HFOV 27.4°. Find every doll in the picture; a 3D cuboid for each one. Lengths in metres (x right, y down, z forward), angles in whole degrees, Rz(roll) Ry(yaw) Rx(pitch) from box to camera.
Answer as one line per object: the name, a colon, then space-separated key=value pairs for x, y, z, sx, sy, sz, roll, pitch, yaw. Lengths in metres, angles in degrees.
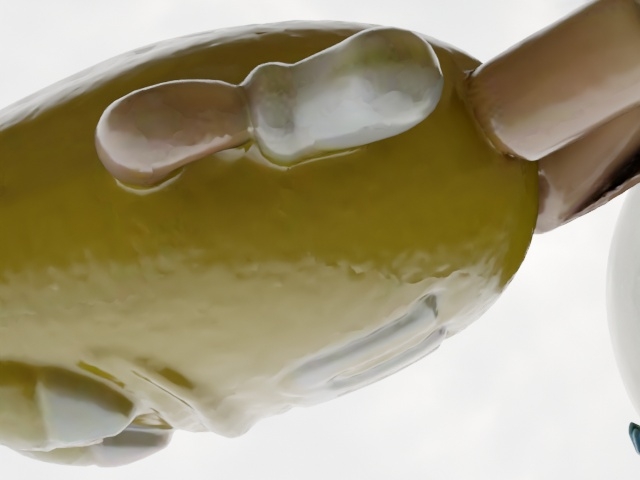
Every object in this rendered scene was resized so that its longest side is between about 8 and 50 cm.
doll: x=0.022 y=-0.016 z=0.561 sx=0.348 sy=0.423 sz=0.161 roll=8 pitch=-120 yaw=-48

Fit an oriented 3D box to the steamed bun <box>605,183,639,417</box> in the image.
steamed bun: x=0.346 y=0.032 z=0.845 sx=0.324 sy=0.206 sz=0.324 roll=-2 pitch=-103 yaw=10

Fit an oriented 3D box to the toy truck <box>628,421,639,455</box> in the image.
toy truck: x=0.188 y=0.085 z=0.617 sx=0.090 sy=0.056 sz=0.073 roll=-31 pitch=-70 yaw=-29
